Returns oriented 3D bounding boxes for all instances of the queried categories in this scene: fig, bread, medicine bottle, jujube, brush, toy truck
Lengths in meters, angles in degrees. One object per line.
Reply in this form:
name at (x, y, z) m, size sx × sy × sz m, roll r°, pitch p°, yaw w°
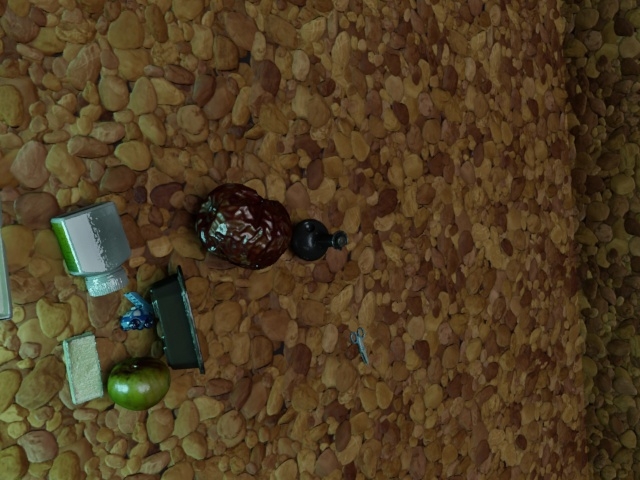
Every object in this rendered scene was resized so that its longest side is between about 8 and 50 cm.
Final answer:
fig at (-0.411, 0.326, 1.478) m, size 0.153 × 0.135 × 0.121 m, roll 12°, pitch 93°, yaw -53°
bread at (-0.529, 0.286, 1.445) m, size 0.068 × 0.028 × 0.154 m, roll -14°, pitch 101°, yaw -39°
medicine bottle at (-0.495, 0.021, 1.428) m, size 0.132 × 0.088 × 0.189 m, roll -25°, pitch 107°, yaw -37°
jujube at (-0.186, -0.028, 1.610) m, size 0.232 × 0.212 × 0.213 m, roll 21°, pitch 78°, yaw -40°
brush at (-0.672, 0.003, 1.309) m, size 0.060 × 0.050 × 0.321 m, roll -5°, pitch 87°, yaw -38°
toy truck at (-0.431, 0.165, 1.514) m, size 0.073 × 0.056 × 0.090 m, roll 2°, pitch 77°, yaw -45°

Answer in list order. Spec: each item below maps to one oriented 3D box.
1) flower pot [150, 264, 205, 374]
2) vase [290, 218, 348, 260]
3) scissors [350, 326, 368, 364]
flower pot at (-0.342, 0.194, 1.530) m, size 0.084 × 0.179 × 0.251 m, roll -13°, pitch 101°, yaw -14°
vase at (0.000, 0.000, 1.788) m, size 0.120 × 0.182 × 0.120 m, roll -2°, pitch 93°, yaw -41°
scissors at (0.129, 0.332, 2.017) m, size 0.058 × 0.014 × 0.119 m, roll -28°, pitch 105°, yaw -36°
